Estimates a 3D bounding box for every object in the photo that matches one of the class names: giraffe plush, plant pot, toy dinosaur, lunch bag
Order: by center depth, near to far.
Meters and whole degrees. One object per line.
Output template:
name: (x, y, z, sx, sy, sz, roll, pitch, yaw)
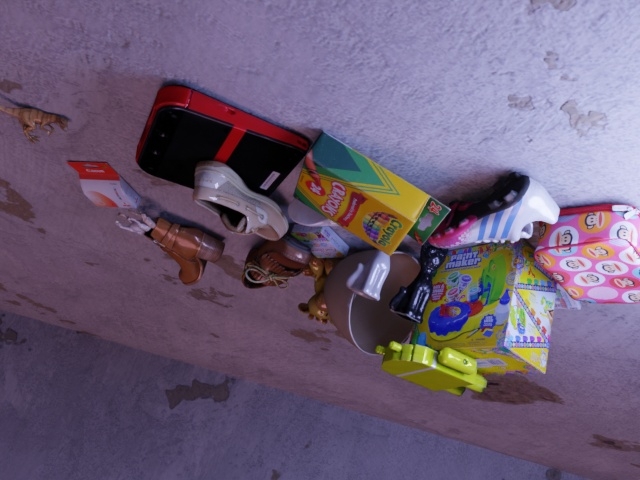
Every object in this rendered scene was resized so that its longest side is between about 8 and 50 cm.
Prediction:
lunch bag: (0.631, 0.036, 1.582, 0.258, 0.120, 0.293, -8, 145, 41)
toy dinosaur: (-0.718, -0.302, 1.788, 0.211, 0.064, 0.112, 11, 138, -11)
plant pot: (0.120, 0.144, 1.986, 0.190, 0.284, 0.284, 21, 166, 47)
giraffe plush: (0.014, 0.149, 2.131, 0.181, 0.171, 0.210, 13, 155, 7)

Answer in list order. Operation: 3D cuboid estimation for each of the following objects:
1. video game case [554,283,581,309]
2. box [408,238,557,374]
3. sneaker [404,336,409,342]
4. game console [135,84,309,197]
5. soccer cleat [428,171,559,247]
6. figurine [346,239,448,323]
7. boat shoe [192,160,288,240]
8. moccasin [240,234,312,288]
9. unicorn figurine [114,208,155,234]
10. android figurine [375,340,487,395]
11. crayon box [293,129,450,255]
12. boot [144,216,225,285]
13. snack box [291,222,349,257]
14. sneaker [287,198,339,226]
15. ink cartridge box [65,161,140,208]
video game case: (0.601, 0.141, 1.941, 0.143, 0.019, 0.157, 0, 151, 32)
box: (0.404, 0.174, 1.818, 0.177, 0.279, 0.289, 34, 149, -32)
sneaker: (0.163, 0.261, 2.387, 0.271, 0.100, 0.108, 21, 169, -2)
game console: (-0.241, -0.205, 1.702, 0.341, 0.060, 0.386, 17, 157, -17)
soccer cleat: (0.368, -0.032, 1.591, 0.143, 0.116, 0.331, 36, 149, -16)
figurine: (0.197, 0.066, 1.811, 0.214, 0.210, 0.092, 29, 170, -17)
boat shoe: (-0.199, -0.067, 1.788, 0.121, 0.110, 0.341, -5, 153, 32)
moccasin: (-0.136, 0.072, 2.044, 0.139, 0.147, 0.380, 30, 159, -22)
unicorn figurine: (-0.533, -0.048, 2.122, 0.111, 0.060, 0.161, 33, 168, -39)
android figurine: (0.262, 0.310, 1.789, 0.272, 0.056, 0.248, 25, 154, -17)
crayon box: (0.104, -0.085, 1.603, 0.318, 0.081, 0.202, 31, 155, 4)
boot: (-0.441, 0.032, 2.235, 0.220, 0.109, 0.283, 24, 152, -20)
snack box: (0.000, 0.000, 1.988, 0.100, 0.037, 0.141, -1, 151, 35)
sneaker: (0.025, -0.059, 1.816, 0.212, 0.080, 0.094, 4, 165, 21)
ink cartridge box: (-0.605, -0.152, 2.034, 0.145, 0.045, 0.179, 4, 155, 23)
